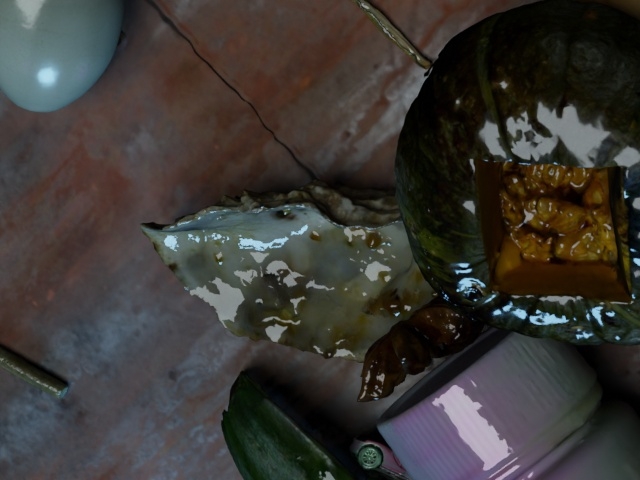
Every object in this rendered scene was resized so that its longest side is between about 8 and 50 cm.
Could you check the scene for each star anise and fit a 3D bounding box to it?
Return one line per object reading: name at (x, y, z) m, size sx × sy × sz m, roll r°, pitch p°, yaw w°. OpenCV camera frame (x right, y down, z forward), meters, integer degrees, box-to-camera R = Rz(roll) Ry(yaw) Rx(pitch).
star anise at (0.093, 0.093, 1.658) m, size 0.168 × 0.168 × 0.057 m, roll -37°, pitch 80°, yaw 29°

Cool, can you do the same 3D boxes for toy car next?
toy car at (0.096, 0.236, 1.810) m, size 0.142 × 0.069 × 0.055 m, roll 24°, pitch 76°, yaw 14°

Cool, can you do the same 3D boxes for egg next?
egg at (-0.270, -0.226, 1.754) m, size 0.151 × 0.151 × 0.209 m, roll 19°, pitch 116°, yaw 16°

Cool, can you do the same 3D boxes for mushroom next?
mushroom at (-0.003, -0.258, 1.704) m, size 0.286 × 0.028 × 0.026 m, roll 44°, pitch 76°, yaw 3°

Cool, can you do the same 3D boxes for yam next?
yam at (-0.334, 0.143, 1.984) m, size 0.116 × 0.021 × 0.021 m, roll 27°, pitch 116°, yaw 11°

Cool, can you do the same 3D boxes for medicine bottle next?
medicine bottle at (0.242, 0.268, 1.665) m, size 0.219 × 0.219 × 0.388 m, roll -38°, pitch 91°, yaw 29°

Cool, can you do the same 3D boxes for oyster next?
oyster at (0.020, 0.019, 1.757) m, size 0.396 × 0.111 × 0.204 m, roll -7°, pitch 122°, yaw 24°

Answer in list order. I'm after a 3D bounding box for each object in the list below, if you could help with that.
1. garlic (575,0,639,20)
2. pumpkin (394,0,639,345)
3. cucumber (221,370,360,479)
garlic at (0.322, -0.208, 1.531) m, size 0.206 × 0.115 × 0.128 m, roll 24°, pitch 154°, yaw 13°
pumpkin at (0.214, -0.053, 1.512) m, size 0.320 × 0.192 × 0.320 m, roll 8°, pitch 121°, yaw 13°
cucumber at (0.002, 0.274, 1.821) m, size 0.105 × 0.145 × 0.325 m, roll -44°, pitch 83°, yaw -3°
